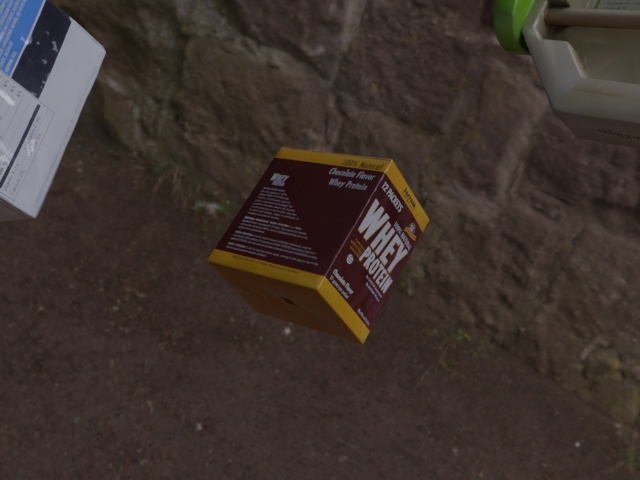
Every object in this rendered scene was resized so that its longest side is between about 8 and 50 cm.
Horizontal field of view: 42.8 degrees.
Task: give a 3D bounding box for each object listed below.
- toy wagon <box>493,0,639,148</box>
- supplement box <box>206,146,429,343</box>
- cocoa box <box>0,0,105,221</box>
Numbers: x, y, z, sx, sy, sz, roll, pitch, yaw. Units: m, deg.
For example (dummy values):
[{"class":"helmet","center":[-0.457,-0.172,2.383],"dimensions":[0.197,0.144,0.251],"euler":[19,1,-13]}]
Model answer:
[{"class":"toy wagon","center":[0.269,-0.212,0.490],"dimensions":[0.068,0.345,0.267],"euler":[32,-7,-40]},{"class":"supplement box","center":[0.000,0.000,1.052],"dimensions":[0.191,0.129,0.194],"euler":[12,62,40]},{"class":"cocoa box","center":[-0.462,-0.163,0.891],"dimensions":[0.347,0.232,0.228],"euler":[-2,-28,33]}]
